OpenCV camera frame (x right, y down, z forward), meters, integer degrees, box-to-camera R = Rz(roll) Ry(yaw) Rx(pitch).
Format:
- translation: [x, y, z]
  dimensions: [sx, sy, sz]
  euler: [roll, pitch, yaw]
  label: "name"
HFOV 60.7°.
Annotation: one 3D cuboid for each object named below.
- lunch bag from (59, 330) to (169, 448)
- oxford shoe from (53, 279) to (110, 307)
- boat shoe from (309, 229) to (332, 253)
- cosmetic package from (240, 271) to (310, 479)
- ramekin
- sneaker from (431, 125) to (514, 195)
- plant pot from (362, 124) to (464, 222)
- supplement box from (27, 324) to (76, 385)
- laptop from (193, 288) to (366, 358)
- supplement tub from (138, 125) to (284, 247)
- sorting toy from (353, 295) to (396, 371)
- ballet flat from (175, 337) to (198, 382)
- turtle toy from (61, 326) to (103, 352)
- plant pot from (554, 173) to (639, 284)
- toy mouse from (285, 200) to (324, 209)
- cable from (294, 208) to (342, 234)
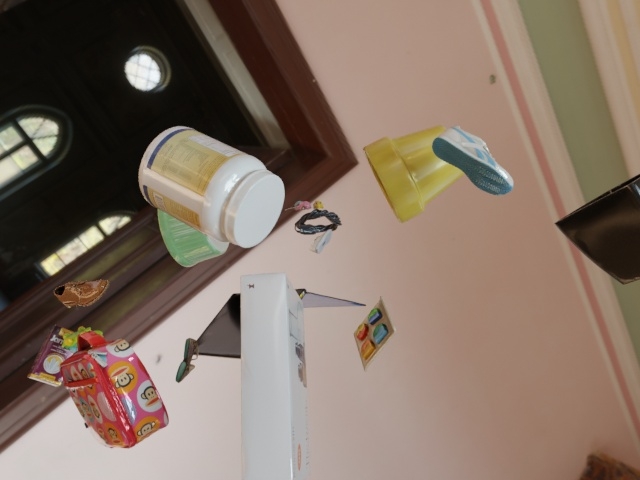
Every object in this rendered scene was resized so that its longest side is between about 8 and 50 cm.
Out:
- translation: [-0.470, 0.322, 1.213]
  dimensions: [0.293, 0.120, 0.258]
  euler: [-23, -88, 50]
  label: "lunch bag"
- translation: [-0.724, 0.152, 1.649]
  dimensions: [0.212, 0.076, 0.076]
  euler: [-16, -46, 26]
  label: "oxford shoe"
- translation: [0.000, 0.000, 1.543]
  dimensions: [0.035, 0.100, 0.035]
  euler: [14, -46, 22]
  label: "boat shoe"
- translation: [-0.085, 0.281, 1.086]
  dimensions: [0.284, 0.097, 0.378]
  euler: [67, 18, -71]
  label: "cosmetic package"
- translation: [-0.449, -0.066, 1.996]
  dimensions: [0.303, 0.148, 0.304]
  euler: [-13, 90, -78]
  label: "ramekin"
- translation: [0.397, -0.206, 1.379]
  dimensions: [0.228, 0.092, 0.087]
  euler: [41, -30, 10]
  label: "sneaker"
- translation: [0.285, -0.214, 1.615]
  dimensions: [0.254, 0.238, 0.254]
  euler: [62, 7, -13]
  label: "plant pot"
- translation: [-0.930, 0.404, 1.918]
  dimensions: [0.104, 0.188, 0.080]
  euler: [29, -29, -27]
  label: "supplement box"
- translation: [-0.138, 0.281, 1.749]
  dimensions: [0.381, 0.408, 0.236]
  euler: [-10, -55, 47]
  label: "laptop"
- translation: [-0.271, -0.133, 1.376]
  dimensions: [0.316, 0.228, 0.228]
  euler: [27, -28, 23]
  label: "supplement tub"
- translation: [0.179, 0.322, 1.907]
  dimensions: [0.038, 0.208, 0.193]
  euler: [22, 24, -20]
  label: "sorting toy"
- translation: [-0.331, 0.304, 1.377]
  dimensions: [0.041, 0.115, 0.041]
  euler: [14, -6, 2]
  label: "ballet flat"
- translation: [-0.792, 0.329, 1.816]
  dimensions: [0.095, 0.130, 0.066]
  euler: [10, -60, 61]
  label: "turtle toy"
- translation: [0.596, -0.029, 1.014]
  dimensions: [0.167, 0.188, 0.187]
  euler: [61, -27, 9]
  label: "plant pot"
- translation: [-0.061, -0.129, 2.012]
  dimensions: [0.161, 0.142, 0.031]
  euler: [-59, 146, -84]
  label: "toy mouse"
- translation: [-0.002, -0.074, 2.076]
  dimensions: [0.151, 0.184, 0.047]
  euler: [119, -34, -53]
  label: "cable"
